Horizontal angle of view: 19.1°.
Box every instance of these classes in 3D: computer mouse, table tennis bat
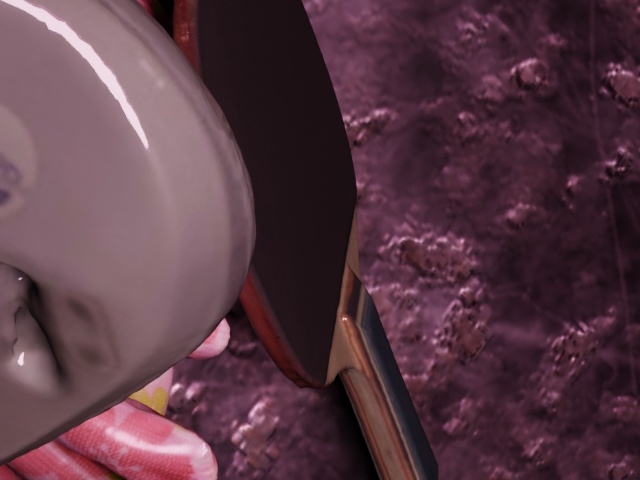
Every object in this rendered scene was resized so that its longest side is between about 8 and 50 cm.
[{"bbox_3d":[-0.147,-0.007,0.606,0.197,0.331,0.095,39,54,-16],"label":"computer mouse"},{"bbox_3d":[0.000,0.000,0.789,0.173,0.022,0.301,-79,154,-50],"label":"table tennis bat"}]

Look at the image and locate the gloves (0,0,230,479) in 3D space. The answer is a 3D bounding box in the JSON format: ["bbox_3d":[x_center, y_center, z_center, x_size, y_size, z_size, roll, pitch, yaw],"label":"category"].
[{"bbox_3d":[-0.100,0.019,0.735,0.126,0.145,0.241,12,81,-17],"label":"gloves"}]
